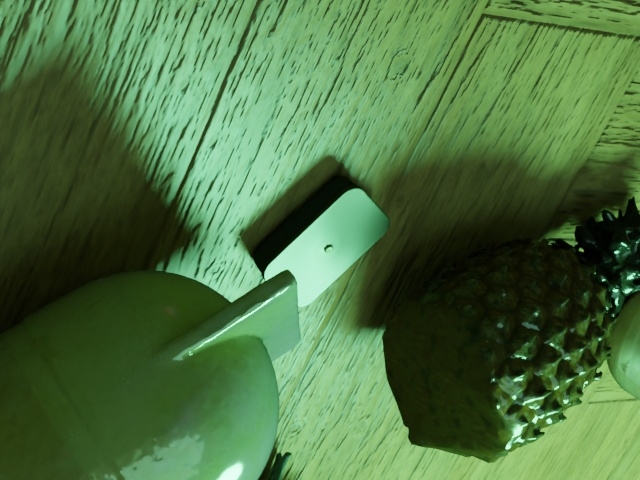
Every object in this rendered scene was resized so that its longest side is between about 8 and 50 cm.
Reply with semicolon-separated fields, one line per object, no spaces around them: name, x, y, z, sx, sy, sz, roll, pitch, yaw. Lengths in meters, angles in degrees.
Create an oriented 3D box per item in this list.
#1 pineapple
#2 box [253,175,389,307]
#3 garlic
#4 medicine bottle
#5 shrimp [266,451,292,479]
pineapple;0.241;0.077;1.688;0.362;0.202;0.202;-29;141;-31
box;0.000;0.000;1.527;0.126;0.031;0.091;-44;141;3
garlic;0.415;0.136;1.965;0.148;0.128;0.266;-18;148;-9
medicine bottle;-0.189;0.165;1.364;0.406;0.236;0.236;-32;141;-9
shrimp;-0.010;0.343;1.744;0.166;0.221;0.410;-17;163;12
